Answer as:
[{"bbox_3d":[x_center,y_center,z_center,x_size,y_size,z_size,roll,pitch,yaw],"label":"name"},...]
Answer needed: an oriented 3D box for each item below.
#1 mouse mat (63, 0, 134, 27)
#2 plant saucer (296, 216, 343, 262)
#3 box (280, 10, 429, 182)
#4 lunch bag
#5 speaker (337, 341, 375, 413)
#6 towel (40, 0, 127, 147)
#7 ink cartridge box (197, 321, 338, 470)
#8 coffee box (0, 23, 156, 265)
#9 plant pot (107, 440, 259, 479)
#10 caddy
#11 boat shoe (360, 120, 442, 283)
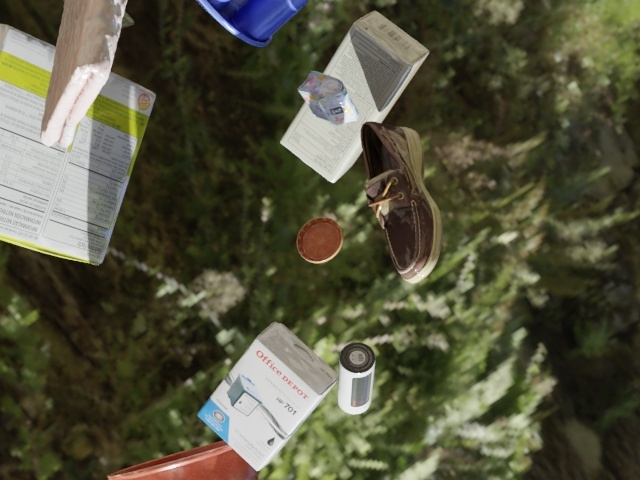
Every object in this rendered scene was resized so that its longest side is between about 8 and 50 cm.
[{"bbox_3d":[-0.481,-0.499,2.425,0.007,0.190,0.152,-48,176,29],"label":"mouse mat"},{"bbox_3d":[0.000,0.000,2.024,0.083,0.083,0.013,-33,150,7],"label":"plant saucer"},{"bbox_3d":[0.065,-0.284,2.356,0.311,0.148,0.121,-54,175,32],"label":"box"},{"bbox_3d":[0.016,-0.221,1.857,0.083,0.071,0.053,22,-111,34],"label":"lunch bag"},{"bbox_3d":[0.054,0.211,1.797,0.055,0.055,0.136,-42,155,-26],"label":"speaker"},{"bbox_3d":[-0.312,-0.322,1.622,0.317,0.053,0.332,146,-47,-63],"label":"towel"},{"bbox_3d":[-0.084,0.247,1.880,0.190,0.139,0.082,-53,171,28],"label":"ink cartridge box"},{"bbox_3d":[-0.563,-0.175,2.083,0.337,0.338,0.334,13,-95,40],"label":"coffee box"},{"bbox_3d":[-0.205,0.500,2.055,0.272,0.265,0.272,-15,175,-1],"label":"plant pot"},{"bbox_3d":[-0.149,-0.469,1.942,0.179,0.241,0.341,-37,-135,21],"label":"caddy"},{"bbox_3d":[0.130,-0.079,2.153,0.123,0.123,0.342,-39,-136,41],"label":"boat shoe"}]
